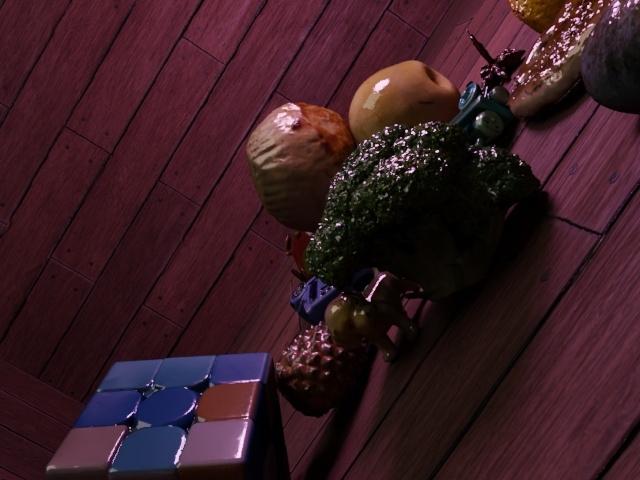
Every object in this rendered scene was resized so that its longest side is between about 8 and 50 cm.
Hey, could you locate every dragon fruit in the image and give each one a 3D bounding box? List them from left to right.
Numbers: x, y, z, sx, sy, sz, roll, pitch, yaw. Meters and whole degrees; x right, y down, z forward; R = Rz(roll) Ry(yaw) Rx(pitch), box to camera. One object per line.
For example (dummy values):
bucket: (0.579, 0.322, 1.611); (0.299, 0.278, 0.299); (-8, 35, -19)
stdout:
dragon fruit: (0.000, 0.000, 2.202); (0.305, 0.225, 0.305); (-54, 12, 16)

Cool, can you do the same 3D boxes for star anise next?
star anise: (0.426, -0.461, 1.710); (0.158, 0.144, 0.141); (-52, 18, 27)

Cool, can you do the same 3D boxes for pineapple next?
pineapple: (0.055, 0.213, 1.437); (0.361, 0.175, 0.175); (-45, 4, -21)

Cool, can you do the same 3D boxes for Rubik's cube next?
Rubik's cube: (-0.253, 0.448, 1.256); (0.347, 0.344, 0.347); (-83, -11, -67)

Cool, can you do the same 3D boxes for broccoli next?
broccoli: (0.159, -0.047, 1.177); (0.413, 0.310, 0.321); (-26, 27, -5)

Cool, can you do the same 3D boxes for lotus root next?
lotus root: (0.429, -0.245, 0.826); (0.175, 0.175, 0.349); (-60, 6, -11)

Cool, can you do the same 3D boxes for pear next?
pear: (0.236, -0.352, 1.869); (0.309, 0.309, 0.309); (-56, 9, 13)

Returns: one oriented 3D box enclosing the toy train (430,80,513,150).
toy train: (0.324, -0.224, 1.532); (0.298, 0.120, 0.194); (-47, 21, 57)

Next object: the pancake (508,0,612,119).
pancake: (0.494, -0.400, 1.317); (0.382, 0.071, 0.382); (-57, 6, 9)

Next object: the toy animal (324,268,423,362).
toy animal: (0.114, 0.136, 1.302); (0.121, 0.168, 0.233); (-50, -2, 41)

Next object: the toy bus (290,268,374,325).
toy bus: (0.052, 0.127, 1.660); (0.292, 0.125, 0.133); (-41, 25, 27)

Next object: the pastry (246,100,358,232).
pastry: (-0.035, -0.222, 1.966); (0.312, 0.389, 0.388); (-18, 19, 11)

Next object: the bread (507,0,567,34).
bread: (0.539, -0.623, 1.610); (0.261, 0.147, 0.160); (-63, 7, -33)
